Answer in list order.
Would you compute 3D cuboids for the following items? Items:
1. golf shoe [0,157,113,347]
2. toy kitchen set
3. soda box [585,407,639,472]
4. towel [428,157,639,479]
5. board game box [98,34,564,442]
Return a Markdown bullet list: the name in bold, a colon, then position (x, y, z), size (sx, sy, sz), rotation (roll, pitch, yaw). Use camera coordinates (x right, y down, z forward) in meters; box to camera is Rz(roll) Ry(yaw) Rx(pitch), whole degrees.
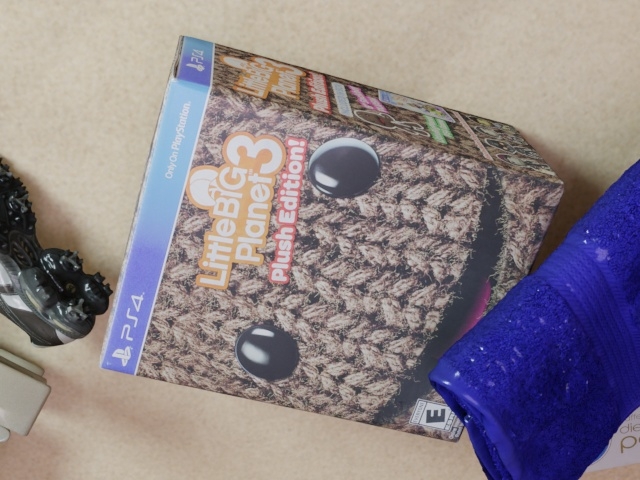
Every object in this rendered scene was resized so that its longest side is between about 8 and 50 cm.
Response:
- **golf shoe**: position (-0.262, 0.009, 0.774), size (0.094, 0.077, 0.198), rotation (-35, 95, 37)
- **toy kitchen set**: position (-0.321, 0.174, 0.764), size (0.122, 0.166, 0.207), rotation (29, 80, -16)
- **soda box**: position (0.264, 0.160, 0.890), size (0.216, 0.069, 0.074), rotation (-11, 113, -1)
- **towel**: position (0.234, 0.065, 0.753), size (0.308, 0.076, 0.228), rotation (-45, 140, -10)
- **board game box**: position (0.000, 0.000, 0.759), size (0.291, 0.141, 0.232), rotation (13, 111, -11)
